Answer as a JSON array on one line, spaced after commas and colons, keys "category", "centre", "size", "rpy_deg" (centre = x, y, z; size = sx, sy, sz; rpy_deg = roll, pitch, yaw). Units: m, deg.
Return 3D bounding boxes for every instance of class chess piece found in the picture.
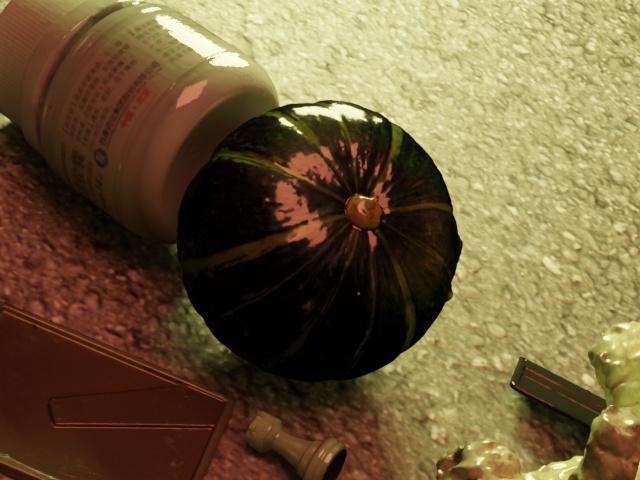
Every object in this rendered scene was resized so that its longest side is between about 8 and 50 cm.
[{"category": "chess piece", "centre": [-0.030, 0.227, 1.885], "size": [0.103, 0.067, 0.067], "rpy_deg": [27, 42, 19]}]

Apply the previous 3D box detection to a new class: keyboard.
[{"category": "keyboard", "centre": [0.402, 0.239, 2.059], "size": [0.381, 0.041, 0.103], "rpy_deg": [22, 21, 8]}]

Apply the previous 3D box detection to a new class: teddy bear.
[{"category": "teddy bear", "centre": [0.207, 0.225, 1.800], "size": [0.362, 0.327, 0.375], "rpy_deg": [12, 74, -16]}]

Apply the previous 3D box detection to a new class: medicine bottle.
[{"category": "medicine bottle", "centre": [-0.227, -0.165, 2.057], "size": [0.306, 0.245, 0.245], "rpy_deg": [35, 43, 26]}]

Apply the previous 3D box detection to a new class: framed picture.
[{"category": "framed picture", "centre": [-0.253, 0.189, 1.858], "size": [0.289, 0.016, 0.213], "rpy_deg": [22, 42, 0]}]

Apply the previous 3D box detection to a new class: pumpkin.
[{"category": "pumpkin", "centre": [0.000, 0.000, 1.947], "size": [0.323, 0.241, 0.323], "rpy_deg": [4, 81, -23]}]
